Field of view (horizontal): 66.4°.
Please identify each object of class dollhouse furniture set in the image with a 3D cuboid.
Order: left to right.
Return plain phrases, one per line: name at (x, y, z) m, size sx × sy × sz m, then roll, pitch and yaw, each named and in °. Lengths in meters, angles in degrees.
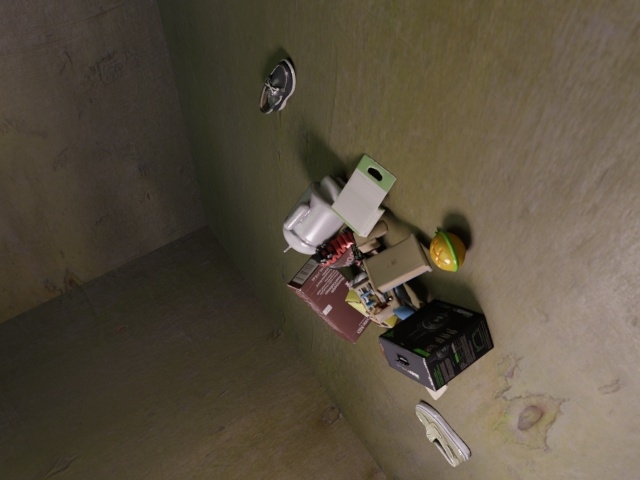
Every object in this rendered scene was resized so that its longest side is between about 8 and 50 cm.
dollhouse furniture set at (0.218, 0.206, 1.827) m, size 0.129 × 0.129 × 0.184 m, roll 59°, pitch 173°, yaw -7°
dollhouse furniture set at (0.303, 0.098, 1.748) m, size 0.303 × 0.198 × 0.286 m, roll 41°, pitch -154°, yaw -50°

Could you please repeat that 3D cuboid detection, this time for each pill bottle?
pill bottle at (0.196, 0.178, 2.016) m, size 0.107 × 0.108 × 0.180 m, roll 60°, pitch 158°, yaw 5°

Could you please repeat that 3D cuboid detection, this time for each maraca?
maraca at (0.376, 0.029, 1.467) m, size 0.185 × 0.099 × 0.127 m, roll -92°, pitch -12°, yaw -83°

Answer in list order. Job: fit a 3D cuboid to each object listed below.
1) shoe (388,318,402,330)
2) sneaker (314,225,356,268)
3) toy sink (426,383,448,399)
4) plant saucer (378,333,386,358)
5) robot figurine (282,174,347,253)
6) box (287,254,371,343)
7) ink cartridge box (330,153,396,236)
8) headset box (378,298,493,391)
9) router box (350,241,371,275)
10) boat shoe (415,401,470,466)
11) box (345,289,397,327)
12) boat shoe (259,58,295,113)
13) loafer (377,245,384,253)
shoe at (0.338, 0.370, 2.008) m, size 0.058 × 0.076 × 0.219 m, roll 24°, pitch 156°, yaw -3°
sneaker at (0.114, 0.021, 1.869) m, size 0.135 × 0.276 × 0.097 m, roll 42°, pitch -165°, yaw -46°
toy sink at (0.422, 0.436, 1.801) m, size 0.234 × 0.131 × 0.152 m, roll 55°, pitch 158°, yaw 28°
plant saucer at (0.350, 0.502, 2.058) m, size 0.278 × 0.041 × 0.277 m, roll 37°, pitch 157°, yaw 18°
robot figurine at (-0.014, -0.088, 1.913) m, size 0.353 × 0.300 × 0.199 m, roll -52°, pitch 58°, yaw 23°
box at (0.058, 0.255, 2.139) m, size 0.381 × 0.191 × 0.143 m, roll 47°, pitch 164°, yaw -25°
ink cartridge box at (0.155, -0.154, 1.691) m, size 0.171 × 0.056 × 0.235 m, roll 46°, pitch 111°, yaw 34°
headset box at (0.366, 0.337, 1.600) m, size 0.246 × 0.283 × 0.131 m, roll 14°, pitch 129°, yaw 62°
router box at (0.163, 0.071, 1.797) m, size 0.122 × 0.038 × 0.092 m, roll 44°, pitch -156°, yaw -44°
boat shoe at (0.512, 0.837, 2.125) m, size 0.302 × 0.094 × 0.109 m, roll 43°, pitch 151°, yaw 38°
box at (0.212, 0.283, 2.012) m, size 0.232 × 0.058 × 0.087 m, roll 39°, pitch 155°, yaw -30°
boat shoe at (-0.177, -0.595, 1.930) m, size 0.114 × 0.091 × 0.302 m, roll 57°, pitch 158°, yaw 10°
loafer at (0.178, 0.042, 1.929) m, size 0.220 × 0.078 × 0.080 m, roll 34°, pitch 145°, yaw 49°
